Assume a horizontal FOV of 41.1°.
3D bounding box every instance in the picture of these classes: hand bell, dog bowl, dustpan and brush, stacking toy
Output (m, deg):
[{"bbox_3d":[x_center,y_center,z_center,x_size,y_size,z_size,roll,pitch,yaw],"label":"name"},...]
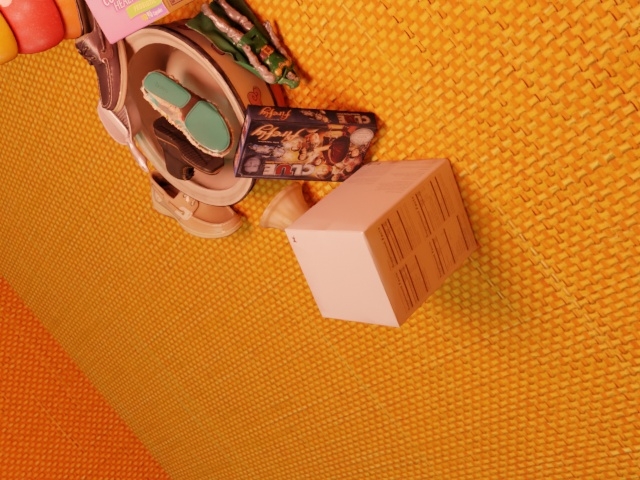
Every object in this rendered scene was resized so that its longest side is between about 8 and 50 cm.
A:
[{"bbox_3d":[0.000,0.000,1.803,0.242,0.126,0.126,42,143,15],"label":"hand bell"},{"bbox_3d":[-0.241,-0.282,1.795,0.407,0.150,0.408,28,140,27],"label":"dog bowl"},{"bbox_3d":[-0.420,-0.241,1.841,0.211,0.060,0.147,50,145,0],"label":"dustpan and brush"},{"bbox_3d":[-0.694,-0.486,1.780,0.350,0.480,0.351,39,155,22],"label":"stacking toy"}]

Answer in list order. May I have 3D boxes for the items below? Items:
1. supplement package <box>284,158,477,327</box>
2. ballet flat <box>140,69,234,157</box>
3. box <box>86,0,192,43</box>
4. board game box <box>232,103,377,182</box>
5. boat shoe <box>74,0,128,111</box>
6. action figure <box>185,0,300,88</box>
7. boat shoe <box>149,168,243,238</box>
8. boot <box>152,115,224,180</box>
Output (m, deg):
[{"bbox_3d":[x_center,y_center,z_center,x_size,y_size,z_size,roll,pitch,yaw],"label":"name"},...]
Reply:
[{"bbox_3d":[0.116,-0.002,1.570,0.199,0.262,0.198,3,123,46],"label":"supplement package"},{"bbox_3d":[-0.250,-0.244,1.659,0.241,0.091,0.077,44,174,15],"label":"ballet flat"},{"bbox_3d":[-0.276,-0.485,1.569,0.213,0.243,0.117,-7,116,48],"label":"box"},{"bbox_3d":[-0.032,-0.180,1.615,0.165,0.243,0.042,113,153,-52],"label":"board game box"},{"bbox_3d":[-0.449,-0.401,1.715,0.102,0.092,0.286,10,106,54],"label":"boat shoe"},{"bbox_3d":[-0.126,-0.375,1.628,0.232,0.137,0.063,43,154,-7],"label":"action figure"},{"bbox_3d":[-0.313,-0.094,2.077,0.302,0.109,0.098,26,140,37],"label":"boat shoe"},{"bbox_3d":[-0.259,-0.158,1.747,0.198,0.076,0.137,42,150,34],"label":"boot"}]
